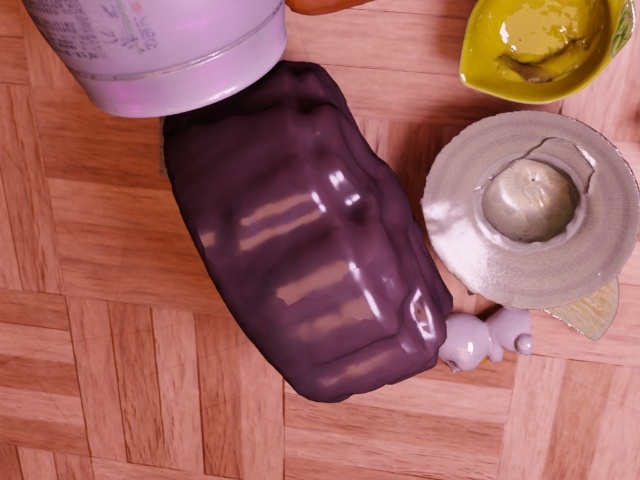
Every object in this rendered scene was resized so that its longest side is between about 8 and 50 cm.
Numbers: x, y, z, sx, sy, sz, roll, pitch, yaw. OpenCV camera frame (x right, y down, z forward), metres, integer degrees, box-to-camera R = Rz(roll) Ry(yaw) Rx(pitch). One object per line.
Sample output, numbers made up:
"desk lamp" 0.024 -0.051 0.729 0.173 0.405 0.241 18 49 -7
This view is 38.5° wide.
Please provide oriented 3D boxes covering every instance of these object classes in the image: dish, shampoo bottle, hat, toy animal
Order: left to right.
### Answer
"shampoo bottle" -0.170 -0.284 0.931 0.273 0.273 0.266 -5 130 15
"toy animal" 0.186 0.117 1.229 0.181 0.131 0.127 -4 89 6
"hat" 0.249 -0.050 1.084 0.252 0.110 0.252 8 119 14
"dish" 0.244 -0.234 0.989 0.207 0.080 0.149 -25 110 26

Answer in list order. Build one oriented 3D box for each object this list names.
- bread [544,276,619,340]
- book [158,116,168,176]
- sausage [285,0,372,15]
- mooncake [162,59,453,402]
"bread" 0.307 0.037 1.172 0.193 0.036 0.112 31 118 -4
"book" -0.148 -0.149 1.165 0.118 0.012 0.172 9 123 5
"sausage" 0.052 -0.298 0.994 0.197 0.076 0.076 -12 118 17
"mooncake" 0.000 0.000 1.020 0.212 0.351 0.381 -25 138 14
